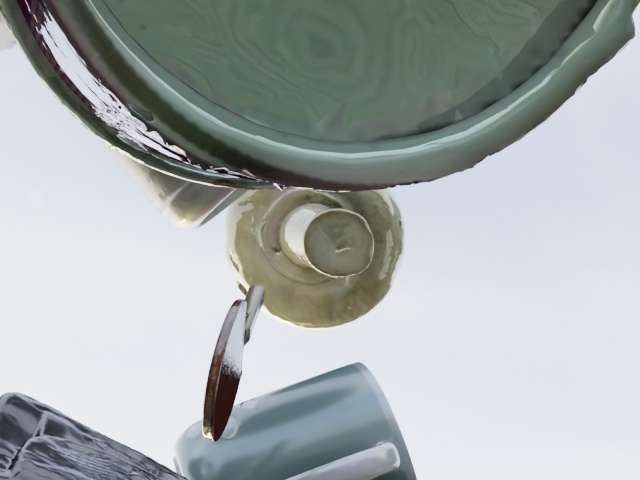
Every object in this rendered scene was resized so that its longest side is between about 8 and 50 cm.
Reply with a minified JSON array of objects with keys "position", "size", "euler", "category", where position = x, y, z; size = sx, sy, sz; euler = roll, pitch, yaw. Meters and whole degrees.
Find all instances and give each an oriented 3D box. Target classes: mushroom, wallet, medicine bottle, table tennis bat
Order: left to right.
[{"position":[-0.125,0.206,0.668],"size":[0.247,0.323,0.041],"euler":[29,-85,-13],"category":"wallet"},{"position":[-0.188,-0.193,1.309],"size":[0.241,0.241,0.302],"euler":[-39,-88,15],"category":"medicine bottle"},{"position":[-0.089,0.113,1.022],"size":[0.019,0.220,0.130],"euler":[10,-60,5],"category":"table tennis bat"},{"position":[0.014,-0.007,1.676],"size":[0.356,0.315,0.315],"euler":[-5,-37,44],"category":"mushroom"}]

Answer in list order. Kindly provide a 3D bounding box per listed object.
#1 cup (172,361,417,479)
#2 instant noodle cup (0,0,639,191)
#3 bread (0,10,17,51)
[{"position":[-0.031,0.310,1.233],"size":[0.274,0.260,0.357],"euler":[-17,-12,-10],"category":"cup"},{"position":[-0.012,-0.170,0.463],"size":[0.339,0.266,0.340],"euler":[-2,-78,-9],"category":"instant noodle cup"},{"position":[-0.341,-0.312,0.750],"size":[0.381,0.366,0.129],"euler":[11,-35,-44],"category":"bread"}]
